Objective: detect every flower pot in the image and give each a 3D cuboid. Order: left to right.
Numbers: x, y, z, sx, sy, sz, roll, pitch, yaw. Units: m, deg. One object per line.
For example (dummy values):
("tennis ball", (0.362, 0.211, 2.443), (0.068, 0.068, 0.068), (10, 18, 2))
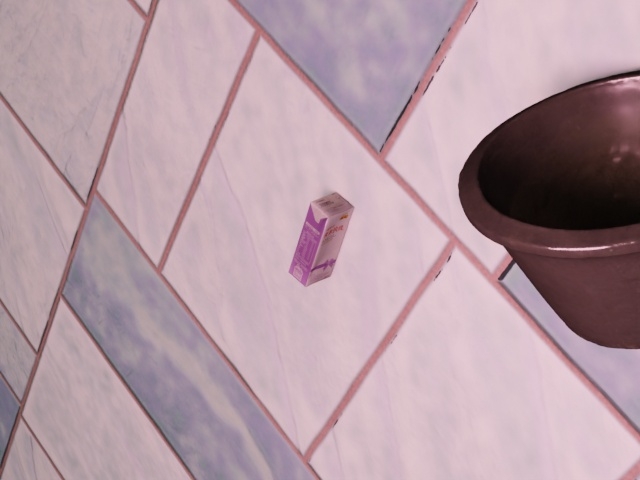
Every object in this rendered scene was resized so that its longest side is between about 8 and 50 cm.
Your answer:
("flower pot", (0.268, -0.017, 0.926), (0.269, 0.269, 0.166), (12, 137, 44))

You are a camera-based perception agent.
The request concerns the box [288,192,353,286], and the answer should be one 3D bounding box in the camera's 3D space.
("box", (0.000, 0.000, 1.335), (0.036, 0.051, 0.117), (41, 133, 27))
